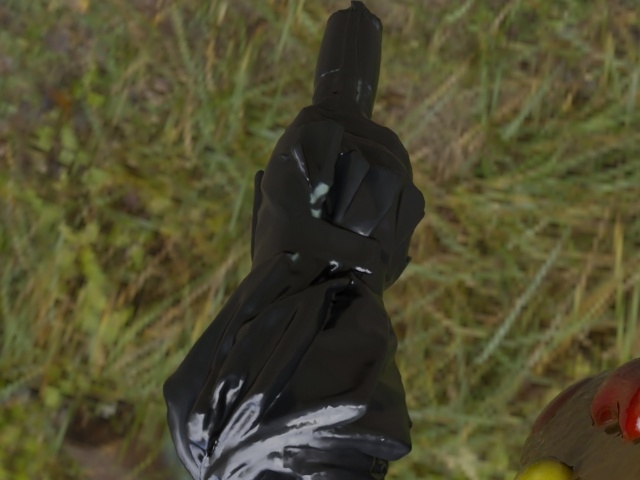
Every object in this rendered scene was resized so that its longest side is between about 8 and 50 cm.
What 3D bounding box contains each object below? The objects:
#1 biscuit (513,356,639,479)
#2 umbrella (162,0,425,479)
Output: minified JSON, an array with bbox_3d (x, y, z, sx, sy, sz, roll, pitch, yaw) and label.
[{"bbox_3d":[0.130,0.116,0.811,0.064,0.432,0.283,45,177,-8],"label":"biscuit"},{"bbox_3d":[0.000,0.000,0.866,0.118,0.340,0.118,4,137,3],"label":"umbrella"}]
